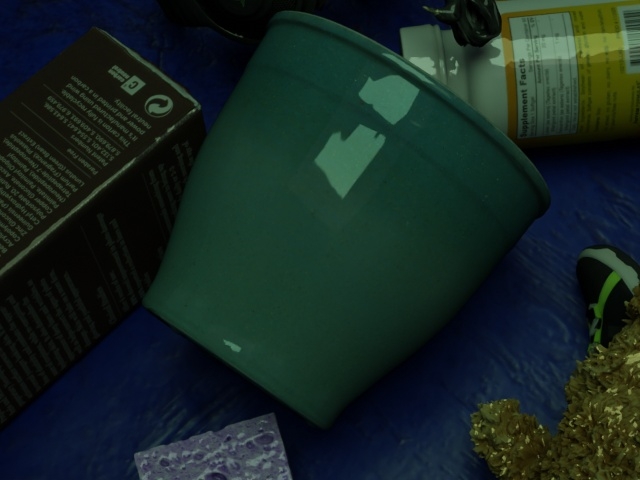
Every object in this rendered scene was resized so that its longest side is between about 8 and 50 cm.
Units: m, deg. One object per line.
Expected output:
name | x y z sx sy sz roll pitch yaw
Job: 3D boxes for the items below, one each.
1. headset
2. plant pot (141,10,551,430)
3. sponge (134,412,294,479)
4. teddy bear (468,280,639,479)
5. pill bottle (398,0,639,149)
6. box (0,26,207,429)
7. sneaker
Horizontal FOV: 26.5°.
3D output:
headset | 0.003 -0.258 1.237 0.243 0.185 0.394 -41 27 -21
plant pot | 0.000 0.000 1.086 0.272 0.271 0.255 32 82 20
sponge | -0.063 0.244 1.026 0.117 0.031 0.210 -15 60 -4
teddy bear | 0.214 0.165 0.981 0.338 0.113 0.245 -43 50 8
pill bottle | 0.197 -0.151 1.215 0.246 0.136 0.136 -5 60 2
box | -0.263 0.023 1.126 0.143 0.191 0.381 37 69 22
sneaker | 0.241 0.109 1.094 0.097 0.084 0.234 -19 60 -3
